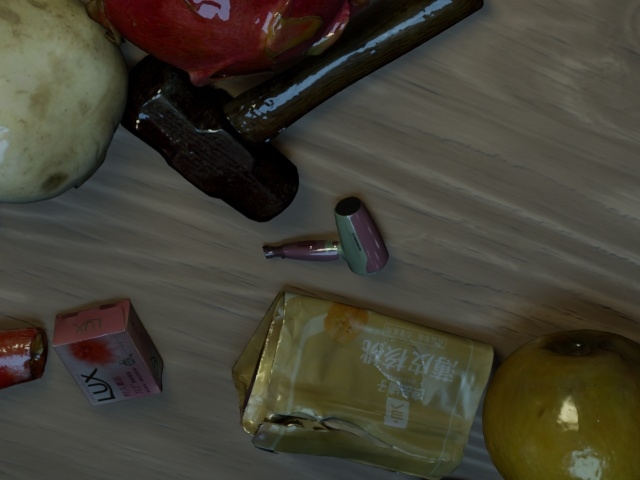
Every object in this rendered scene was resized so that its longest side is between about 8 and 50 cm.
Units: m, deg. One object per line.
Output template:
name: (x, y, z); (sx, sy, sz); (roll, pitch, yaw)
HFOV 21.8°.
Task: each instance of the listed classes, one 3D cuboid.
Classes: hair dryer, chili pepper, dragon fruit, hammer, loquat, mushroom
hair dryer: (0.000, 0.005, 2.110); (0.154, 0.054, 0.106); (-13, 131, 17)
chili pepper: (-0.461, 0.165, 2.233); (0.192, 0.084, 0.086); (-8, 104, 3)
dragon fruit: (-0.104, -0.281, 1.676); (0.315, 0.250, 0.250); (28, 130, -10)
hammer: (-0.004, -0.183, 1.881); (0.409, 0.095, 0.242); (-29, 130, 22)
loquat: (0.345, 0.254, 2.229); (0.275, 0.275, 0.275); (-1, 136, -1)
mushroom: (-0.326, -0.157, 1.814); (0.184, 0.255, 0.255); (7, 150, 44)

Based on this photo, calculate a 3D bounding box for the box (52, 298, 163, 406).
box: (-0.286, 0.153, 2.244); (0.111, 0.060, 0.156); (-12, 135, 13)

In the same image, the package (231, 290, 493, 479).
package: (0.055, 0.217, 2.247); (0.311, 0.165, 0.221); (16, 133, -19)
